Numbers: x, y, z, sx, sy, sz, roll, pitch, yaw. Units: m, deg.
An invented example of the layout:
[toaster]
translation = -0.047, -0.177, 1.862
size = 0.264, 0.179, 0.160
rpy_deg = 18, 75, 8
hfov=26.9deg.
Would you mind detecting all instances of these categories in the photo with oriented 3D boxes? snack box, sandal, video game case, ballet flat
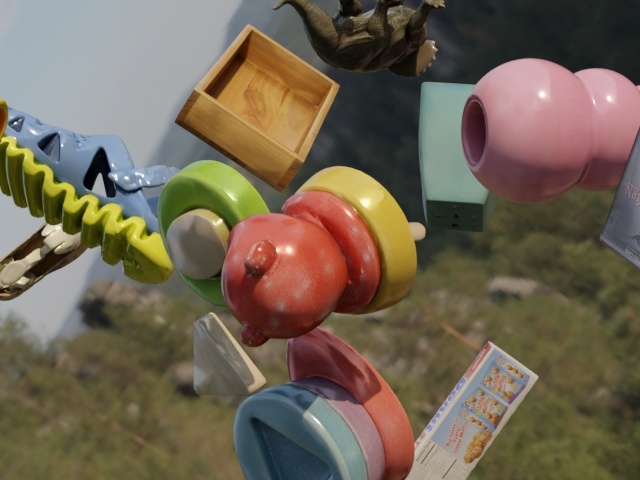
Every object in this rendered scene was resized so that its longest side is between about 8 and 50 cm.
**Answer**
[snack box]
translation = 0.152, 0.196, 1.402
size = 0.178, 0.064, 0.022
rpy_deg = -54, 13, 0
[sandal]
translation = -0.289, -0.080, 1.644
size = 0.138, 0.317, 0.126
rpy_deg = -56, 1, -27
[video game case]
translation = 0.440, -0.087, 1.622
size = 0.196, 0.026, 0.274
rpy_deg = -130, 53, -60
[ballet flat]
translation = -0.391, 0.017, 1.890
size = 0.206, 0.073, 0.067
rpy_deg = -42, 4, 3

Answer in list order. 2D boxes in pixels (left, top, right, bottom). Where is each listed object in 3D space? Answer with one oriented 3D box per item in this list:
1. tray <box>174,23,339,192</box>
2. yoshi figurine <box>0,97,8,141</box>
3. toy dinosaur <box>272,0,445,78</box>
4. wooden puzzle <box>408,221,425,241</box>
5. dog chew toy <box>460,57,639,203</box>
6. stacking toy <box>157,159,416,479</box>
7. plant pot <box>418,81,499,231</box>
[tray]
translation = -0.097, -0.231, 2.253
size = 0.076, 0.203, 0.411
rpy_deg = -54, 6, 23
[yoshi figurine]
translation = -0.501, -0.105, 1.280
size = 0.203, 0.362, 0.203
rpy_deg = 89, -162, -74
[toy dinosaur]
translation = 0.072, -0.285, 1.843
size = 0.314, 0.121, 0.160
rpy_deg = -14, -41, -40
[wooden puzzle]
translation = 0.000, 0.000, 1.966
size = 0.239, 0.221, 0.044
rpy_deg = 4, 98, 51
[dog chew toy]
translation = 0.375, -0.158, 1.914
size = 0.206, 0.332, 0.206
rpy_deg = 178, 90, -76
[stacking toy]
translation = -0.063, 0.086, 1.101
size = 0.130, 0.280, 0.308
rpy_deg = -29, -56, -40
[plant pot]
translation = 0.255, -0.143, 2.437
size = 0.165, 0.166, 0.234
rpy_deg = 78, -160, -59
